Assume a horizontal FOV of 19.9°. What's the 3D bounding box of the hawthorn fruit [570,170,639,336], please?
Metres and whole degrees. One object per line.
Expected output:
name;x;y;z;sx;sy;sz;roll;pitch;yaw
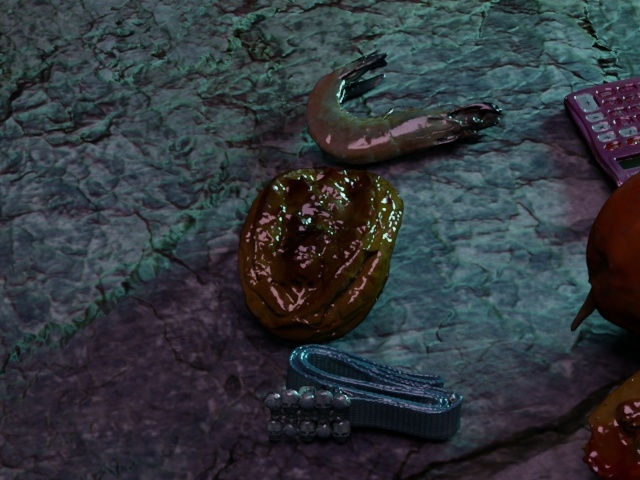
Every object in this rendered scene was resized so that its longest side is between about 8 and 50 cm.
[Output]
hawthorn fruit;0.360;0.021;1.784;0.262;0.210;0.210;-27;49;2

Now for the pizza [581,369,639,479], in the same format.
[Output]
pizza;0.473;0.222;1.581;0.440;0.130;0.406;-21;58;8

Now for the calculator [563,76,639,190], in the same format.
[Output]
calculator;0.355;-0.113;2.013;0.127;0.034;0.190;-13;42;-7

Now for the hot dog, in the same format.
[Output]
hot dog;0.002;0.002;1.888;0.160;0.099;0.227;5;45;8

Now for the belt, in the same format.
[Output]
belt;0.045;0.158;1.762;0.179;0.065;0.100;11;39;15

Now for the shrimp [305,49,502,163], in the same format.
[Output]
shrimp;0.092;-0.151;2.059;0.219;0.046;0.152;-6;50;-1
